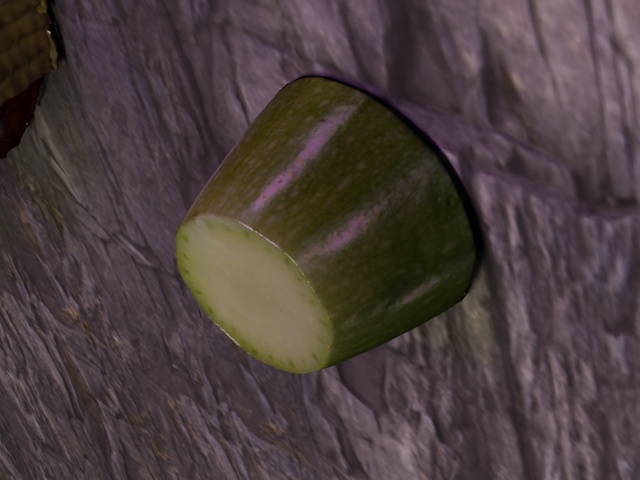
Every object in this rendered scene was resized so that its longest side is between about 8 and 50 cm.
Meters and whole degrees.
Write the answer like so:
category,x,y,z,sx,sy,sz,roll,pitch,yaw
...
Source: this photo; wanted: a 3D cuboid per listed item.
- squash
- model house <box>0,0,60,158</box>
category,x,y,z,sx,sy,sz,roll,pitch,yaw
squash,0.000,0.000,0.868,0.170,0.123,0.170,30,144,25
model house,-0.310,-0.129,1.069,0.160,0.196,0.254,49,152,4
